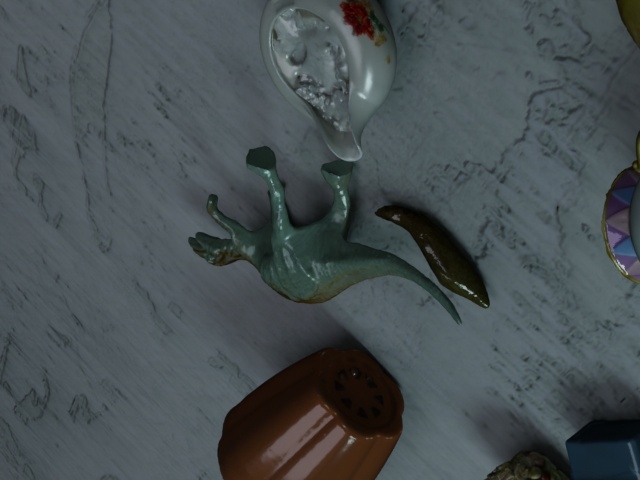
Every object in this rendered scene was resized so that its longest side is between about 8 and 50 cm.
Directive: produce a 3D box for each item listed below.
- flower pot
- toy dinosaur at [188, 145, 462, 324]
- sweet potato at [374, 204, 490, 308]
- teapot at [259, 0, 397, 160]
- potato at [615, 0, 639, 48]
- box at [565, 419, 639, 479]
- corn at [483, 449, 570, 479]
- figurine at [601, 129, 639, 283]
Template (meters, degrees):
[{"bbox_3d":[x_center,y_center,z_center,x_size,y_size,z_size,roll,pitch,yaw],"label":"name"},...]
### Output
[{"bbox_3d":[0.000,0.223,1.241,0.190,0.190,0.173,47,127,7],"label":"flower pot"},{"bbox_3d":[0.000,0.000,1.142,0.393,0.092,0.205,21,130,29],"label":"toy dinosaur"},{"bbox_3d":[0.117,0.011,1.084,0.153,0.038,0.041,45,123,12],"label":"sweet potato"},{"bbox_3d":[0.003,-0.190,1.006,0.145,0.092,0.226,-26,97,46],"label":"teapot"},{"bbox_3d":[0.279,-0.208,0.650,0.242,0.242,0.285,12,109,37],"label":"potato"},{"bbox_3d":[0.290,0.208,1.041,0.099,0.074,0.054,-13,94,46],"label":"box"},{"bbox_3d":[0.278,0.340,1.125,0.280,0.092,0.092,49,139,2],"label":"corn"},{"bbox_3d":[0.328,-0.020,0.765,0.189,0.142,0.263,42,160,-20],"label":"figurine"}]
